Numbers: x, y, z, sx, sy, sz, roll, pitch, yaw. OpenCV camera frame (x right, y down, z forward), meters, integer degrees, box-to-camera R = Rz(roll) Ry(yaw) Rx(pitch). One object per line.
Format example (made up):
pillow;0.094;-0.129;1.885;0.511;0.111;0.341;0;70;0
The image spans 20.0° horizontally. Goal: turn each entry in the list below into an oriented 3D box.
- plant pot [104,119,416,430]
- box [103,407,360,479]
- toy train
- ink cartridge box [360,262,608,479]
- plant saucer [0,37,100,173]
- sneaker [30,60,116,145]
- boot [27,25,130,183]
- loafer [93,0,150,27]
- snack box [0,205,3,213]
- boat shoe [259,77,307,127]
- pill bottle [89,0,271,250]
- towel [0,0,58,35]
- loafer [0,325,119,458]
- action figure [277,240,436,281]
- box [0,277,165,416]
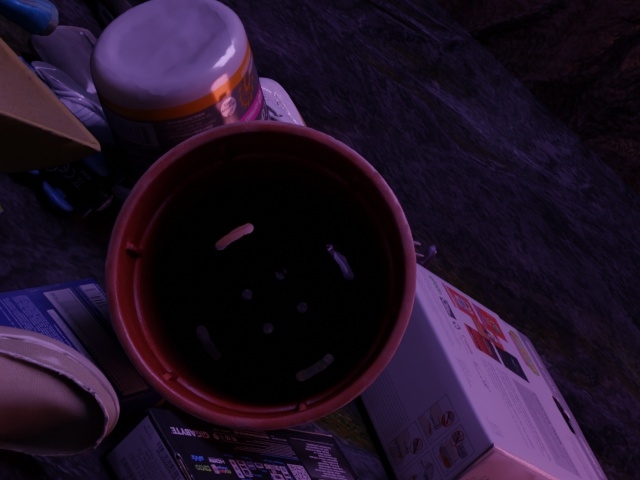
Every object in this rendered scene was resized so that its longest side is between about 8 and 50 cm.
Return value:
plant pot;-0.049;0.044;1.709;0.272;0.272;0.265;48;-4;6
box;-0.018;0.291;1.603;0.295;0.073;0.293;17;35;-55
toy train;-0.279;-0.106;1.855;0.184;0.080;0.105;45;11;-9
ink cartridge box;0.179;0.204;2.096;0.272;0.130;0.309;31;24;-40
plant saucer;-0.408;-0.180;1.662;0.332;0.081;0.333;19;20;-51
sneaker;-0.257;-0.131;1.954;0.152;0.061;0.054;32;14;-6
boot;-0.225;-0.149;2.079;0.189;0.076;0.208;17;28;-53
loafer;-0.269;-0.347;2.344;0.267;0.084;0.096;53;19;20
snack box;-0.365;-0.063;1.647;0.141;0.037;0.100;19;32;-54
boat shoe;-0.042;-0.093;2.305;0.277;0.098;0.096;51;28;21
pill bottle;-0.128;-0.102;1.879;0.278;0.162;0.162;74;-6;-45
towel;-0.457;-0.361;1.925;0.370;0.040;0.271;31;12;-41
loafer;-0.276;0.114;1.399;0.268;0.102;0.092;24;28;-27
action figure;0.000;0.000;2.177;0.285;0.099;0.185;29;40;-24
box;-0.225;0.101;1.608;0.136;0.036;0.225;50;18;12
